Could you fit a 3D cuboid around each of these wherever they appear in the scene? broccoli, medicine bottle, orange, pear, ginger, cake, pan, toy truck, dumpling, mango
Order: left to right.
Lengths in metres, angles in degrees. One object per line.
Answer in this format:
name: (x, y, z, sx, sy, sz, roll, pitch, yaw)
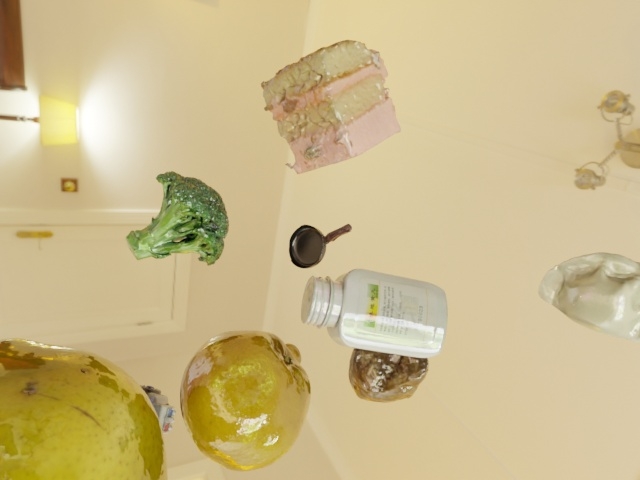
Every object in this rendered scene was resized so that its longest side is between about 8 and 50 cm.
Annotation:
pear: (-0.441, 0.349, 0.683, 0.418, 0.362, 0.362, 46, -38, 3)
toy truck: (-0.505, 0.491, 1.243, 0.177, 0.213, 0.161, -4, -114, 29)
broccoli: (-0.375, -0.049, 1.152, 0.269, 0.269, 0.254, 23, -38, 59)
orange: (-0.144, 0.310, 0.894, 0.279, 0.235, 0.279, 60, 3, -4)
mango: (-0.107, 0.398, 1.520, 0.060, 0.080, 0.114, -107, 178, -60)
pan: (0.002, 0.000, 1.124, 0.212, 0.040, 0.115, -24, -107, 36)
cake: (0.041, -0.405, 1.344, 0.314, 0.293, 0.307, -1, -65, 54)
medicine bottle: (0.122, 0.164, 1.022, 0.124, 0.324, 0.179, 149, -49, -70)
ginger: (0.226, 0.433, 1.478, 0.223, 0.269, 0.200, 61, 20, -65)
dumpling: (0.638, 0.116, 0.999, 0.252, 0.131, 0.179, 24, -68, 39)
